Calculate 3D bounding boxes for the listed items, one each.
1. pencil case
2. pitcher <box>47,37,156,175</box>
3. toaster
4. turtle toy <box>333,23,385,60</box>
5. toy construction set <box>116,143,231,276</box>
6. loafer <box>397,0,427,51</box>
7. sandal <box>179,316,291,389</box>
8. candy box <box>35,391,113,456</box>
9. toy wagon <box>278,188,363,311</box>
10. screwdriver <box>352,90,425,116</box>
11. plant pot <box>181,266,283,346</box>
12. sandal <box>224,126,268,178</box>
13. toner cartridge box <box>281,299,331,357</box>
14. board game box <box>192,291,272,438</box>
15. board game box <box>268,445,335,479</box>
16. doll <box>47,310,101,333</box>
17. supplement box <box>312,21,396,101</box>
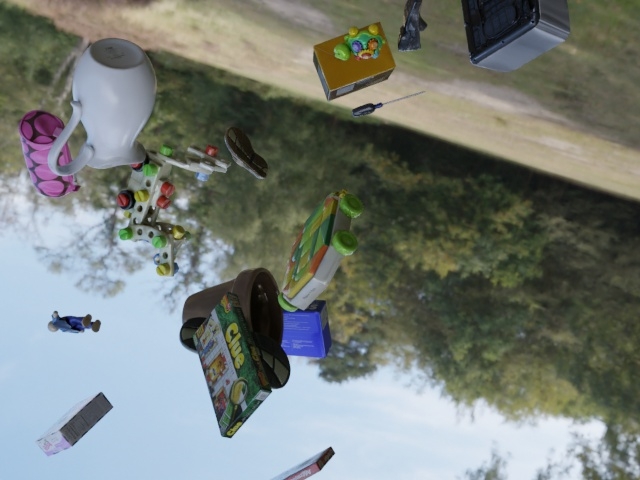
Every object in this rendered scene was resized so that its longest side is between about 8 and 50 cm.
[{"bbox_3d":[-0.563,-0.177,1.578,0.098,0.095,0.209,25,151,6],"label":"pencil case"},{"bbox_3d":[-0.345,-0.200,1.183,0.125,0.207,0.178,39,-133,19],"label":"pitcher"},{"bbox_3d":[0.359,-0.426,1.390,0.110,0.168,0.186,7,159,-35],"label":"toaster"},{"bbox_3d":[0.098,-0.485,1.884,0.130,0.066,0.095,-5,165,8],"label":"turtle toy"},{"bbox_3d":[-0.360,-0.097,1.778,0.215,0.327,0.151,31,-175,22],"label":"toy construction set"},{"bbox_3d":[0.236,-0.542,1.877,0.061,0.062,0.170,3,150,-5],"label":"loafer"},{"bbox_3d":[-0.213,0.282,1.922,0.303,0.120,0.086,25,153,3],"label":"sandal"},{"bbox_3d":[-0.784,0.586,2.406,0.070,0.165,0.196,54,-140,-9],"label":"candy box"},{"bbox_3d":[0.000,0.000,1.750,0.068,0.267,0.344,28,-137,-16],"label":"toy wagon"},{"bbox_3d":[0.152,-0.311,1.690,0.170,0.024,0.025,-19,140,11],"label":"screwdriver"},{"bbox_3d":[-0.250,0.213,2.098,0.229,0.262,0.263,-6,180,18],"label":"plant pot"},{"bbox_3d":[-0.212,-0.236,2.090,0.049,0.072,0.180,-3,141,40],"label":"sandal"},{"bbox_3d":[-0.148,0.259,2.292,0.348,0.165,0.075,2,-155,18],"label":"toner cartridge box"},{"bbox_3d":[-0.174,0.232,1.445,0.030,0.136,0.259,25,-155,-38],"label":"board game box"},{"bbox_3d":[-0.100,0.627,1.958,0.027,0.281,0.145,60,-165,8],"label":"board game box"},{"bbox_3d":[-0.742,0.246,2.237,0.189,0.046,0.129,-8,144,34],"label":"doll"},{"bbox_3d":[0.089,-0.489,2.087,0.191,0.129,0.194,-20,-178,-1],"label":"supplement box"}]
